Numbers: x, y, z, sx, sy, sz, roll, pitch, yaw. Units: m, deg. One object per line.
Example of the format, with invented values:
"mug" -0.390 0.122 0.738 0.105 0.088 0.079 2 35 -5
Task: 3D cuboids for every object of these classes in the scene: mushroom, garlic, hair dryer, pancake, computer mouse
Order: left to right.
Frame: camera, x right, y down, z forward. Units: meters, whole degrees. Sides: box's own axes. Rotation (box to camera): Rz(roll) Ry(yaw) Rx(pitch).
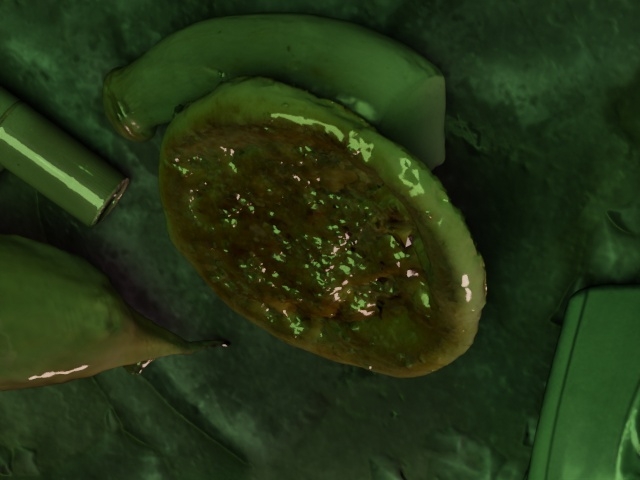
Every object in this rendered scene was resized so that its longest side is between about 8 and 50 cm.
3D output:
"hair dryer" -0.285 -0.019 1.446 0.195 0.053 0.220 34 112 3
"garlic" -0.263 0.056 1.402 0.338 0.196 0.151 -4 79 16
"mushroom" -0.040 -0.115 1.332 0.270 0.103 0.118 11 115 20
"pancake" 0.000 -0.001 1.310 0.282 0.049 0.282 20 139 18
"computer mouse" 0.237 0.198 1.333 0.188 0.122 0.371 14 105 10
